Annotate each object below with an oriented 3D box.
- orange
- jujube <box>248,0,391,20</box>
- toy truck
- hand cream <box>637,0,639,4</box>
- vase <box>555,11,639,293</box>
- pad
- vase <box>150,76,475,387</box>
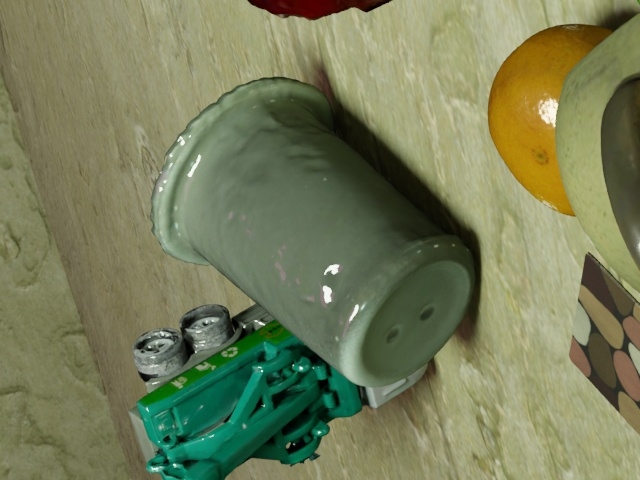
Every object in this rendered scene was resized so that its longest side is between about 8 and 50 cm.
[{"bbox_3d":[0.205,-0.095,1.382,0.156,0.124,0.156,32,144,26],"label":"orange"},{"bbox_3d":[-0.006,-0.349,1.455,0.258,0.258,0.376,38,152,50],"label":"jujube"},{"bbox_3d":[-0.049,0.155,1.962,0.178,0.363,0.176,23,136,47],"label":"toy truck"},{"bbox_3d":[0.276,-0.242,1.164,0.079,0.050,0.275,32,148,7],"label":"hand cream"},{"bbox_3d":[0.268,-0.007,1.028,0.241,0.329,0.302,-36,82,36],"label":"vase"},{"bbox_3d":[0.298,0.134,1.587,0.235,0.003,0.158,50,155,34],"label":"pad"},{"bbox_3d":[0.000,0.000,1.844,0.291,0.245,0.245,41,150,36],"label":"vase"}]
